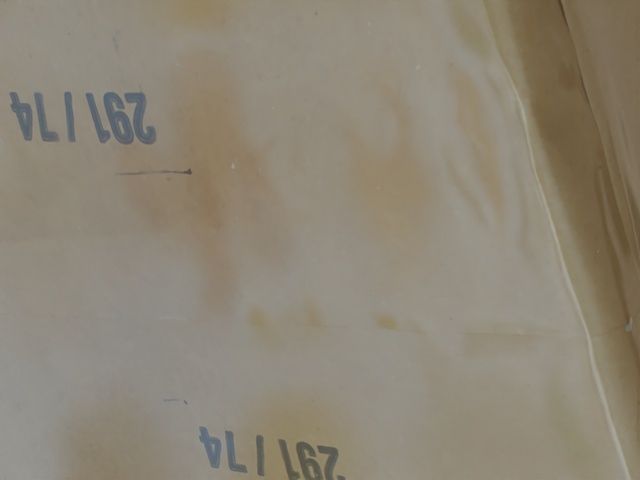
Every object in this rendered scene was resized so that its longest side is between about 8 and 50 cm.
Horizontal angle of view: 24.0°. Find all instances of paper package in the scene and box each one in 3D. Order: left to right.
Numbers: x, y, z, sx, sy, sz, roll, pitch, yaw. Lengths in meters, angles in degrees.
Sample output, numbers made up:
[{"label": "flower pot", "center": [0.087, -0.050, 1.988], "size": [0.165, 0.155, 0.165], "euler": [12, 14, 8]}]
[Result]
[{"label": "paper package", "center": [0.000, 0.000, 0.558], "size": [0.168, 0.325, 0.309], "euler": [-40, -62, -45]}]
